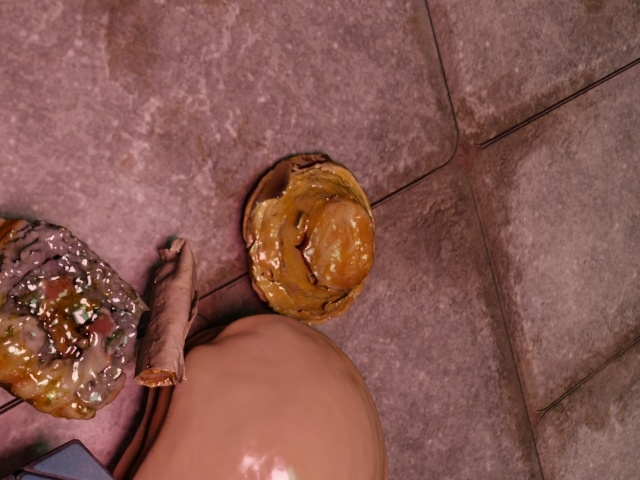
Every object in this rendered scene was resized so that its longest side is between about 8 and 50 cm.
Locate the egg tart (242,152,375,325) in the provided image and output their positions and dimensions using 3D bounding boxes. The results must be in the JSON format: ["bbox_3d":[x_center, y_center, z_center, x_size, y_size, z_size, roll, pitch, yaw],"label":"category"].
[{"bbox_3d":[0.000,0.000,1.384,0.241,0.106,0.241,-3,96,-38],"label":"egg tart"}]

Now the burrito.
[{"bbox_3d":[-0.180,0.091,1.217,0.060,0.226,0.087,13,134,-11],"label":"burrito"}]

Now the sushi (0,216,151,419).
[{"bbox_3d":[-0.320,0.073,1.137,0.184,0.139,0.274,-51,126,-20],"label":"sushi"}]

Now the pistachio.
[{"bbox_3d":[-0.085,0.318,1.282,0.365,0.281,0.446,-3,87,-23],"label":"pistachio"}]

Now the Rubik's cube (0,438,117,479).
[{"bbox_3d":[-0.302,0.377,1.080,0.207,0.205,0.205,-53,166,23],"label":"Rubik's cube"}]
